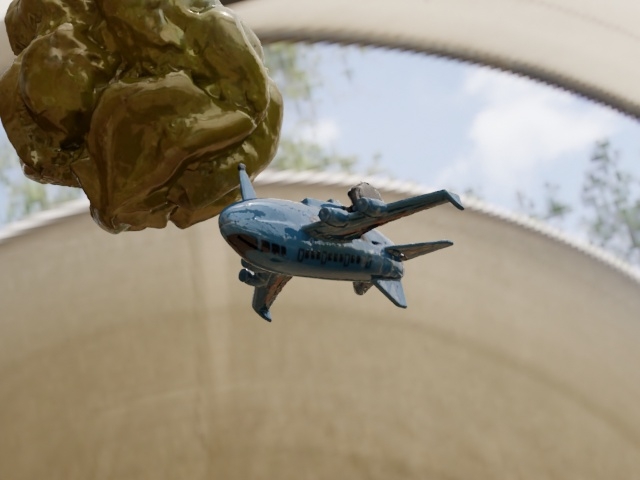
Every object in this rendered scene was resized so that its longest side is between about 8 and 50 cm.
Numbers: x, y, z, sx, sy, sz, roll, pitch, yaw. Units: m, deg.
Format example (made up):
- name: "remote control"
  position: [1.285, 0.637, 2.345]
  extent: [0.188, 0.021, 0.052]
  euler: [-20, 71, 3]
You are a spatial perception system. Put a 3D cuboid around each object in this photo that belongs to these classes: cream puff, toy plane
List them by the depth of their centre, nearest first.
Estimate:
- name: "toy plane"
  position: [0.000, 0.000, 1.600]
  extent: [0.254, 0.105, 0.271]
  euler: [-30, -35, 31]
- name: "cream puff"
  position: [-0.214, -0.140, 1.760]
  extent: [0.257, 0.324, 0.291]
  euler: [-48, -2, -26]
